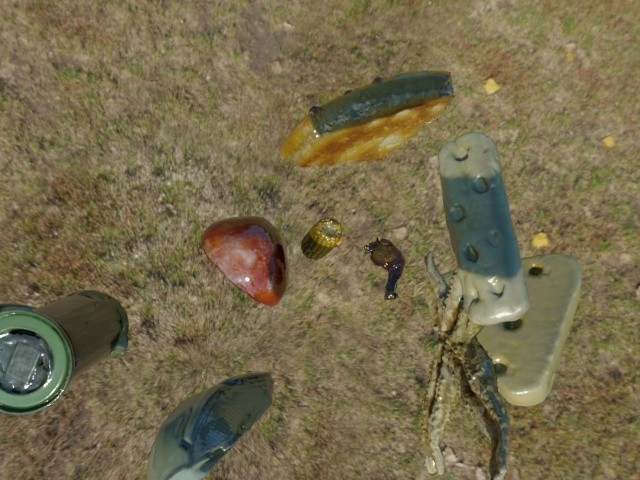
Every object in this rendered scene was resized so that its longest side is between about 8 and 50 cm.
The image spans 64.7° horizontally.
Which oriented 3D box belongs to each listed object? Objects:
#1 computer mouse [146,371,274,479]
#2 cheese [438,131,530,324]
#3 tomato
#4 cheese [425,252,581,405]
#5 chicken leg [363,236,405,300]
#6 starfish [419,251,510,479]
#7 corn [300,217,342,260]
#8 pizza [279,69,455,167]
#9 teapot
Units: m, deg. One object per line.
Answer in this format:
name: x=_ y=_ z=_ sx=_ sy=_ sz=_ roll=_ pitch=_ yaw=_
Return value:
computer mouse: x=-0.254 y=0.412 z=1.147 sx=0.145 sy=0.429 sz=0.228 roll=48 pitch=112 yaw=6
cheese: x=0.160 y=-0.014 z=0.506 sx=0.065 sy=0.043 sz=0.194 roll=-11 pitch=76 yaw=21
tomato: x=-0.146 y=0.024 z=1.133 sx=0.233 sy=0.200 sz=0.139 roll=41 pitch=101 yaw=-4
cheese: x=0.431 y=0.184 z=1.265 sx=0.384 sy=0.104 sz=0.384 roll=-13 pitch=50 yaw=16
chicken leg: x=0.200 y=0.074 z=1.498 sx=0.106 sy=0.051 sz=0.253 roll=-26 pitch=38 yaw=11
starfish: x=0.237 y=0.214 z=0.824 sx=0.082 sy=0.324 sz=0.432 roll=3 pitch=87 yaw=-10
corn: x=0.000 y=0.000 z=1.103 sx=0.068 sy=0.207 sz=0.068 roll=3 pitch=78 yaw=-13
pizza: x=0.087 y=-0.217 z=0.941 sx=0.335 sy=0.226 sz=0.086 roll=-24 pitch=73 yaw=8
teapot: x=-0.587 y=0.206 z=1.098 sx=0.270 sy=0.337 sz=0.200 roll=22 pitch=93 yaw=-1
